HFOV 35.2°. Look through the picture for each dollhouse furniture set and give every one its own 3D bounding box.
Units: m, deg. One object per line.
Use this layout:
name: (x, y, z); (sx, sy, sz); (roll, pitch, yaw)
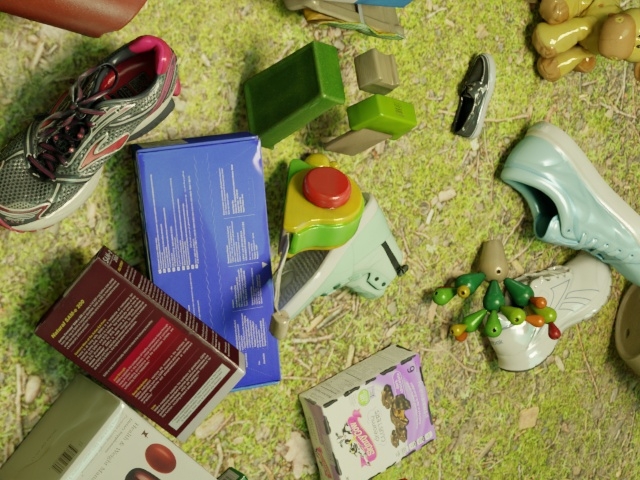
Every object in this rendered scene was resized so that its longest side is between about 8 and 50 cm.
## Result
dollhouse furniture set: (0.002, -0.284, 1.444); (0.198, 0.151, 0.301); (8, 66, -42)

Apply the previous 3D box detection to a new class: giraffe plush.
giraffe plush: (0.482, -0.344, 1.683); (0.210, 0.170, 0.181); (-35, 133, -18)

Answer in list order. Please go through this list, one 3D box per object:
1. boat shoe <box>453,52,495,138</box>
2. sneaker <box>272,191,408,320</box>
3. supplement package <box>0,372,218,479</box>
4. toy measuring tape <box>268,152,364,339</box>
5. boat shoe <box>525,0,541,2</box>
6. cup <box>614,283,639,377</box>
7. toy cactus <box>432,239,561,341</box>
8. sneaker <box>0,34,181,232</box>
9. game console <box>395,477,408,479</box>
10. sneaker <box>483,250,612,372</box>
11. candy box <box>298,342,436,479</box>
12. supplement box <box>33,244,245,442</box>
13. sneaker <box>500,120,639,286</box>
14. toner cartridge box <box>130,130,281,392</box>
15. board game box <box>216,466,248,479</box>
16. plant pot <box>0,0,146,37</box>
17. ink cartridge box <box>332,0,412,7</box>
boat shoe: (0.249, -0.236, 1.640); (0.040, 0.049, 0.142); (5, 99, -36)
sneaker: (0.030, 0.066, 1.516); (0.256, 0.094, 0.151); (-47, 122, -19)
supplement package: (-0.280, 0.320, 1.314); (0.194, 0.149, 0.203); (-52, 123, -15)
toy measuring tape: (0.000, 0.000, 1.389); (0.121, 0.121, 0.330); (42, 36, -33)
boat shoe: (0.385, -0.443, 1.703); (0.153, 0.048, 0.056); (-27, 131, -21)
cup: (0.705, 0.173, 1.913); (0.237, 0.331, 0.330); (15, 91, -10)
toy cactus: (0.293, 0.088, 1.694); (0.219, 0.112, 0.180); (5, 58, 0)
sneaker: (-0.292, -0.137, 1.212); (0.121, 0.112, 0.299); (40, 74, 3)
game console: (0.062, 0.441, 1.621); (0.144, 0.124, 0.085); (-4, 76, -35)
sneaker: (0.406, 0.101, 1.788); (0.297, 0.111, 0.129); (-41, 111, -24)
candy box: (0.078, 0.283, 1.608); (0.196, 0.070, 0.164); (-25, 113, -29)
supplement box: (-0.227, 0.133, 1.292); (0.239, 0.073, 0.130); (40, 97, -13)
sneaker: (0.445, -0.027, 1.753); (0.150, 0.135, 0.366); (-45, 98, -11)
toner cartridge box: (-0.153, 0.034, 1.366); (0.165, 0.075, 0.347); (-7, 104, -14)
board game box: (-0.190, 0.517, 1.482); (0.317, 0.046, 0.213); (-40, 120, -23)
plant pot: (-0.316, -0.351, 1.057); (0.265, 0.272, 0.272); (15, 91, -44)
ink cartridge box: (-0.030, -0.468, 1.268); (0.395, 0.166, 0.285); (-4, 78, -34)
